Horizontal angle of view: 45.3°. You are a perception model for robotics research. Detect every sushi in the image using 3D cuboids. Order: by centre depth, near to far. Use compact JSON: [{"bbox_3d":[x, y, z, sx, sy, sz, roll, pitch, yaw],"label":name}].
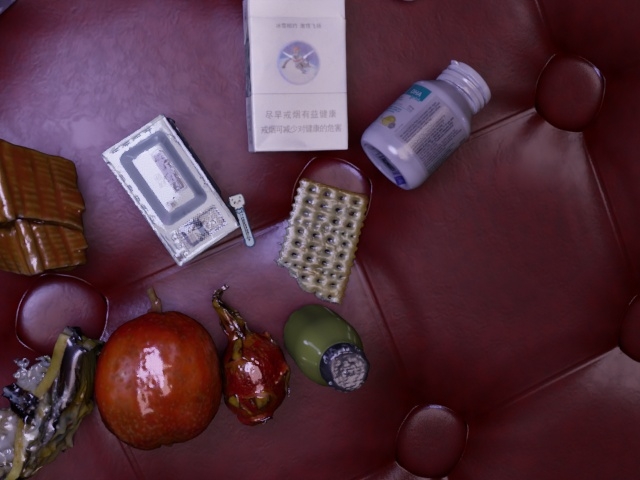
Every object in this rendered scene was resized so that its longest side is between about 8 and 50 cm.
[{"bbox_3d":[-0.443,0.271,1.234,0.131,0.139,0.290,25,88,6],"label":"sushi"}]

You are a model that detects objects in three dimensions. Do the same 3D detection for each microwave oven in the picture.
[{"bbox_3d":[-0.232,-0.079,1.220,0.122,0.162,0.208,-35,98,-8],"label":"microwave oven"}]

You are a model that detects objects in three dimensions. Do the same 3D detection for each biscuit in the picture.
[{"bbox_3d":[0.000,0.000,1.354,0.144,0.016,0.203,17,91,-14],"label":"biscuit"}]

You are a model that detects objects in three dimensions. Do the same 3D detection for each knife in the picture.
[{"bbox_3d":[-0.133,-0.033,1.322,0.027,0.010,0.096,-19,100,-10],"label":"knife"}]

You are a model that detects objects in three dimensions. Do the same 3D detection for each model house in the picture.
[{"bbox_3d":[-0.460,-0.048,1.138,0.220,0.229,0.199,-1,90,-12],"label":"model house"}]

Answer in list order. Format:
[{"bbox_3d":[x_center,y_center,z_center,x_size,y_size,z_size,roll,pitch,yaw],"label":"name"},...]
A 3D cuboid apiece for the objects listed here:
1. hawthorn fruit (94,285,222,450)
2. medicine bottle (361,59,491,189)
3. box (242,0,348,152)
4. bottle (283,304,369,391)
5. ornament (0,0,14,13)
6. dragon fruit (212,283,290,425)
[{"bbox_3d":[-0.261,0.200,1.226,0.205,0.205,0.253,-7,90,-12],"label":"hawthorn fruit"},{"bbox_3d":[0.185,-0.202,1.316,0.215,0.135,0.135,-45,103,-5],"label":"medicine bottle"},{"bbox_3d":[-0.042,-0.278,1.290,0.164,0.069,0.256,-3,97,-13],"label":"box"},{"bbox_3d":[0.012,0.178,1.247,0.112,0.260,0.112,-1,96,-13],"label":"bottle"},{"bbox_3d":[-0.536,-0.426,1.028,0.239,0.240,0.239,37,51,-14],"label":"ornament"},{"bbox_3d":[-0.129,0.192,1.291,0.125,0.125,0.246,-23,93,-7],"label":"dragon fruit"}]
